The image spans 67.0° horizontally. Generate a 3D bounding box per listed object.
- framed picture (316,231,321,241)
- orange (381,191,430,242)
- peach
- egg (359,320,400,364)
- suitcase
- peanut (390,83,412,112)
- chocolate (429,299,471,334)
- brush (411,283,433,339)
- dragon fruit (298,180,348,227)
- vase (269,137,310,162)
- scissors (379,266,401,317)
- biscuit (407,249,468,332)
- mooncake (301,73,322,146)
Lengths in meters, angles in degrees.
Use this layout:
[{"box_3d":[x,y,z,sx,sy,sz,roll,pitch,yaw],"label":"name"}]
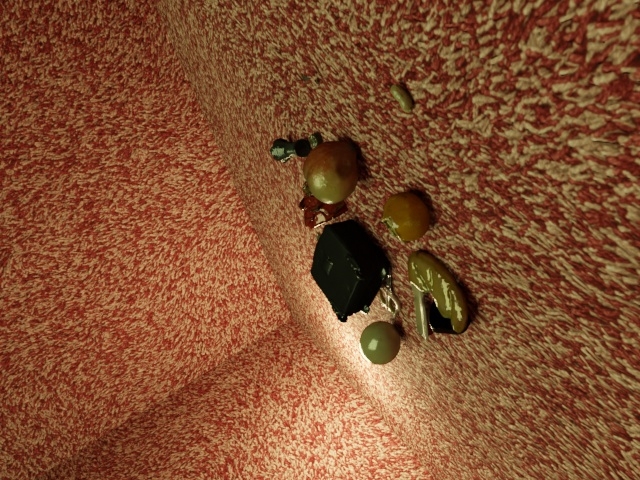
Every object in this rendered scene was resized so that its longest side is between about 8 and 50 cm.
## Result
[{"box_3d":[0.000,0.000,2.553,0.066,0.006,0.089,54,163,18],"label":"framed picture"},{"box_3d":[0.254,-0.069,1.461,0.155,0.134,0.155,53,157,35],"label":"orange"},{"box_3d":[0.050,-0.250,1.696,0.232,0.232,0.232,52,162,25],"label":"peach"},{"box_3d":[0.276,0.466,2.222,0.188,0.188,0.254,53,152,23],"label":"egg"},{"box_3d":[0.105,0.115,2.009,0.339,0.188,0.345,52,145,31],"label":"suitcase"},{"box_3d":[0.211,-0.366,1.245,0.083,0.037,0.037,62,164,1],"label":"peanut"},{"box_3d":[0.422,0.264,1.586,0.148,0.125,0.080,40,171,40],"label":"chocolate"},{"box_3d":[0.373,0.219,1.769,0.060,0.050,0.321,38,145,58],"label":"brush"},{"box_3d":[-0.032,-0.162,2.119,0.205,0.152,0.317,62,164,-2],"label":"dragon fruit"},{"box_3d":[-0.126,-0.395,2.094,0.237,0.115,0.115,13,131,63],"label":"vase"},{"box_3d":[0.285,0.203,2.030,0.160,0.024,0.317,46,157,39],"label":"scissors"},{"box_3d":[0.376,0.146,1.553,0.299,0.045,0.154,51,144,42],"label":"biscuit"},{"box_3d":[-0.021,-0.466,1.749,0.150,0.057,0.347,29,154,37],"label":"mooncake"}]
